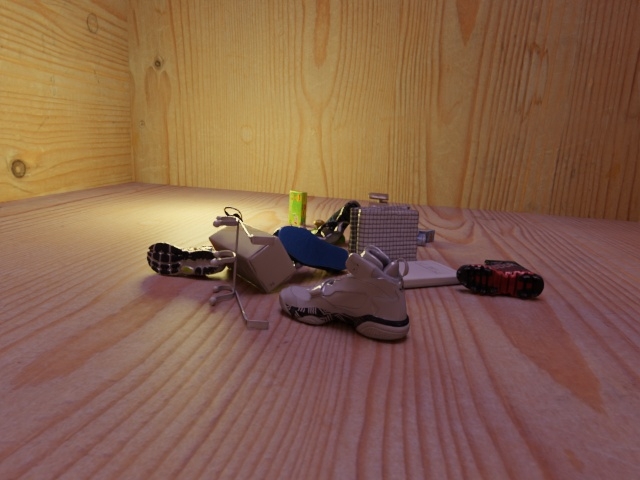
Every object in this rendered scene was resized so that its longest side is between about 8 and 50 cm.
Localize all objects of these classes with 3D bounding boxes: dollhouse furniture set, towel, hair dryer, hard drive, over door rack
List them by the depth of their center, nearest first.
[{"bbox_3d":[-0.233,0.070,1.251,0.108,0.239,0.324,-1,13,-28],"label":"over door rack"},{"bbox_3d":[0.323,0.117,1.645,0.308,0.040,0.203,-2,14,-23],"label":"hard drive"},{"bbox_3d":[-0.253,-0.020,1.757,0.080,0.293,0.223,-41,72,-18],"label":"hair dryer"},{"bbox_3d":[0.243,-0.019,1.799,0.284,0.235,0.121,-4,9,-30],"label":"towel"},{"bbox_3d":[0.211,-0.065,2.059,0.161,0.212,0.242,5,40,0],"label":"dollhouse furniture set"}]

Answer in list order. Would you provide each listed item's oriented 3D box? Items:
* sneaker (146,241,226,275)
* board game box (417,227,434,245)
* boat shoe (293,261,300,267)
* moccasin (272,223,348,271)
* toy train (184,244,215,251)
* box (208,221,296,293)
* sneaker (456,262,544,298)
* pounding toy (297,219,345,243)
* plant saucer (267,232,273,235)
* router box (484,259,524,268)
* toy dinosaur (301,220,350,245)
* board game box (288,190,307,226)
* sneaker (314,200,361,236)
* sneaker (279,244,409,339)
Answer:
[{"bbox_3d":[-0.451,0.074,1.565,0.279,0.107,0.118,10,-5,12],"label":"sneaker"},{"bbox_3d":[0.461,-0.024,2.265,0.194,0.060,0.194,5,13,9],"label":"board game box"},{"bbox_3d":[-0.130,0.070,1.649,0.080,0.076,0.228,11,14,30],"label":"boat shoe"},{"bbox_3d":[-0.045,0.052,1.599,0.117,0.137,0.342,-11,-30,42],"label":"moccasin"},{"bbox_3d":[-0.457,0.055,1.697,0.166,0.046,0.125,-9,14,-35],"label":"toy train"},{"bbox_3d":[-0.229,0.043,1.514,0.121,0.148,0.311,-39,33,-22],"label":"box"},{"bbox_3d":[0.589,0.125,1.553,0.276,0.097,0.135,7,13,5],"label":"sneaker"},{"bbox_3d":[0.012,-0.059,2.186,0.183,0.110,0.237,-6,16,-37],"label":"pounding toy"},{"bbox_3d":[-0.297,-0.004,2.022,0.195,0.037,0.195,3,12,-1],"label":"plant saucer"},{"bbox_3d":[0.712,0.106,1.801,0.123,0.038,0.092,3,12,-2],"label":"router box"},{"bbox_3d":[0.000,0.000,1.921,0.314,0.121,0.160,-8,24,-21],"label":"toy dinosaur"},{"bbox_3d":[-0.122,-0.173,2.491,0.092,0.181,0.043,14,16,38],"label":"board game box"},{"bbox_3d":[0.074,-0.067,2.076,0.267,0.101,0.106,-42,6,-8],"label":"sneaker"},{"bbox_3d":[0.060,0.114,1.201,0.366,0.210,0.137,10,14,27],"label":"sneaker"}]
